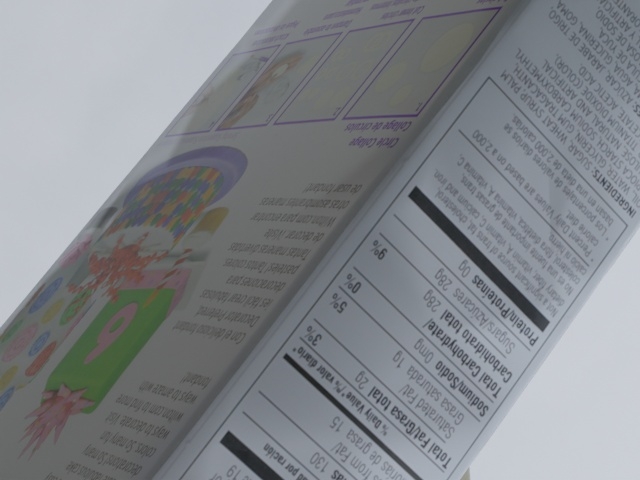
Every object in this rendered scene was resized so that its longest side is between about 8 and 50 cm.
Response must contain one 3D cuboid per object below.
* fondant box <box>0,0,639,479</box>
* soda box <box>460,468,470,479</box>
[{"bbox_3d":[0.000,0.000,0.670,0.330,0.096,0.238,-51,-158,-17],"label":"fondant box"},{"bbox_3d":[-0.019,0.146,0.795,0.181,0.058,0.061,-17,-113,29],"label":"soda box"}]
